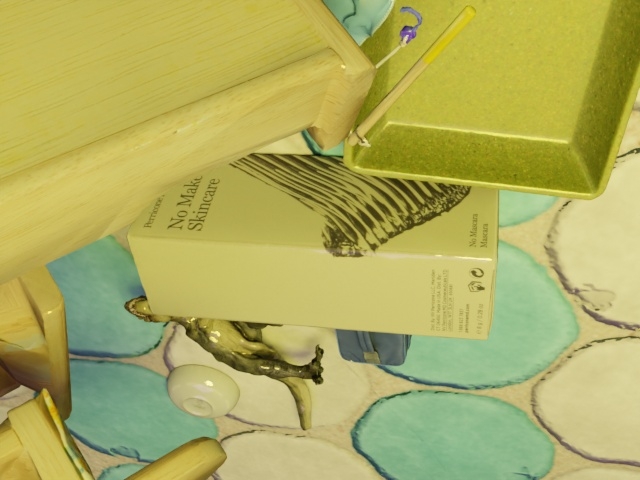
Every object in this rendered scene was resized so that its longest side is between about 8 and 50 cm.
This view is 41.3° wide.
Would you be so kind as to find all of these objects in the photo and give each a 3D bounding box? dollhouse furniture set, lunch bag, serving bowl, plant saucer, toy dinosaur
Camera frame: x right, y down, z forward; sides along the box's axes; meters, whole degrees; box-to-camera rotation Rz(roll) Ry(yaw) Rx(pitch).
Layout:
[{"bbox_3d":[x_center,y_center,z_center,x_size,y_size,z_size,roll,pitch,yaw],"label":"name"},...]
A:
[{"bbox_3d":[-0.165,-0.008,0.546,0.362,0.256,0.394,54,153,17],"label":"dollhouse furniture set"},{"bbox_3d":[0.048,0.066,0.758,0.067,0.065,0.098,0,136,13],"label":"lunch bag"},{"bbox_3d":[-0.132,0.173,0.940,0.083,0.027,0.083,7,136,6],"label":"serving bowl"},{"bbox_3d":[0.113,-0.119,0.565,0.188,0.045,0.188,7,136,6],"label":"plant saucer"},{"bbox_3d":[-0.061,0.106,0.834,0.118,0.064,0.268,-21,130,39],"label":"toy dinosaur"}]

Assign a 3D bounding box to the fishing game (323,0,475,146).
[{"bbox_3d":[-0.033,-0.187,0.506,0.264,0.041,0.189,38,139,0],"label":"fishing game"}]

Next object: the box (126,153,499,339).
[{"bbox_3d":[0.000,0.000,0.670,0.275,0.113,0.094,3,135,9],"label":"box"}]
